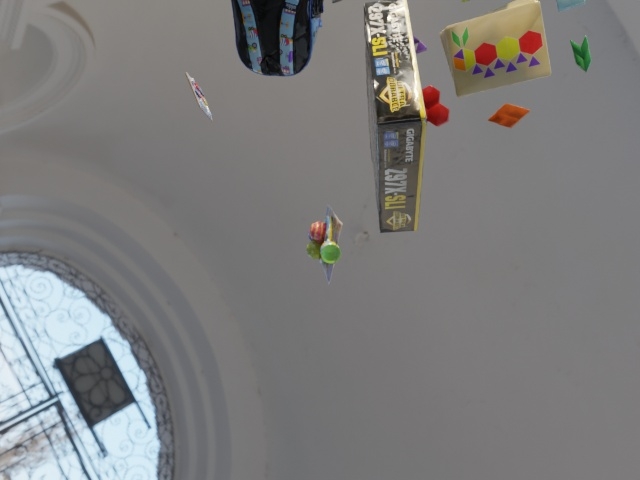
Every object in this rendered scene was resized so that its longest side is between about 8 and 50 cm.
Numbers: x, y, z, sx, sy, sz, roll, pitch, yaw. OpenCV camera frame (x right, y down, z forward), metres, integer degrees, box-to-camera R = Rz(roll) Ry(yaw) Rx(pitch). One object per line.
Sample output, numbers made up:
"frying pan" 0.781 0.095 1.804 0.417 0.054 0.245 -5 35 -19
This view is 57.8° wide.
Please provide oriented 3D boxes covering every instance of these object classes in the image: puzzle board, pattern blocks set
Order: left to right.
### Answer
"puzzle board" -0.310 -0.369 1.495 0.128 0.011 0.096 48 18 -85
"pattern blocks set" 0.317 -0.347 1.063 0.325 0.026 0.285 0 -86 21

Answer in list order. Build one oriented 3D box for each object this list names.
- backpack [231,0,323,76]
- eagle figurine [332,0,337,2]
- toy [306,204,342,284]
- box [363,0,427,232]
"backpack" -0.070 -0.377 0.997 0.158 0.117 0.173 7 -62 16
"eagle figurine" 0.133 -0.621 1.270 0.226 0.225 0.298 -36 -128 39
"toy" 0.000 0.000 1.319 0.237 0.056 0.137 -124 -135 -74
"box" 0.125 -0.199 1.006 0.322 0.079 0.257 78 9 -60
